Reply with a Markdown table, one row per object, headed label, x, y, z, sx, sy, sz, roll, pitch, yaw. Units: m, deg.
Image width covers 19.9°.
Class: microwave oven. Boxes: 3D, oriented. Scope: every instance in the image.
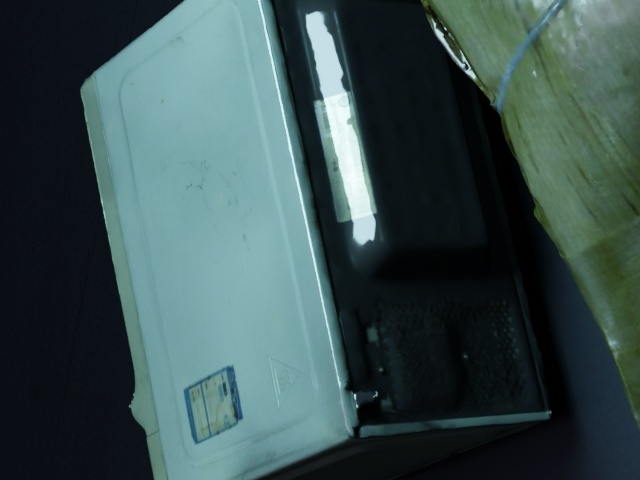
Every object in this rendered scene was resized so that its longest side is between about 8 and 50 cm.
| label | x | y | z | sx | sy | sz | roll | pitch | yaw |
| --- | --- | --- | --- | --- | --- | --- | --- | --- | --- |
| microwave oven | 0.000 | 0.000 | 1.359 | 0.286 | 0.218 | 0.355 | -30 | 67 | 48 |

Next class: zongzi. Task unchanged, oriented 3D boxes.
| label | x | y | z | sx | sy | sz | roll | pitch | yaw |
| --- | --- | --- | --- | --- | --- | --- | --- | --- | --- |
| zongzi | 0.251 | -0.110 | 1.080 | 0.356 | 0.174 | 0.393 | -30 | 77 | 43 |
